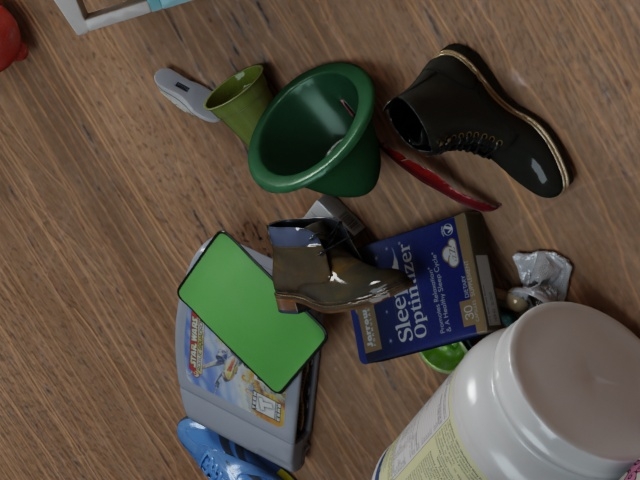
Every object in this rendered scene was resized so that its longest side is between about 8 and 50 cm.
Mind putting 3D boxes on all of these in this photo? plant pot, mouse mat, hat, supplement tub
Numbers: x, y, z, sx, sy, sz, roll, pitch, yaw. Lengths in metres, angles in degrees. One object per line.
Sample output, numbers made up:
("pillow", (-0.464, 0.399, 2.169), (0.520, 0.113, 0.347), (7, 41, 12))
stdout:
("plant pot", (-0.079, -0.148, 2.011), (0.083, 0.083, 0.079), (-14, 121, 43))
("mouse mat", (-0.086, 0.090, 2.142), (0.190, 0.007, 0.152), (45, 135, 7))
("hat", (0.046, -0.075, 1.947), (0.183, 0.173, 0.208), (41, -173, -36))
("supplement tub", (0.217, 0.239, 1.909), (0.235, 0.235, 0.325), (42, 135, 8))

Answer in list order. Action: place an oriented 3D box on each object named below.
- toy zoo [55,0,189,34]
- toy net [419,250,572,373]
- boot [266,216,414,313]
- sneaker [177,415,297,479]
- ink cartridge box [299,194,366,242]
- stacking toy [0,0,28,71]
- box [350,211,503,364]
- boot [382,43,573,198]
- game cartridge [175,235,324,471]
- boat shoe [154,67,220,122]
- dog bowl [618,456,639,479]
("toy zoo", (-0.206, -0.340, 1.892), (0.293, 0.030, 0.192), (-15, 117, 10))
("toy net", (0.210, 0.097, 1.958), (0.122, 0.045, 0.232), (49, 135, 2))
("boot", (0.012, 0.024, 1.983), (0.219, 0.082, 0.106), (-7, 101, 48))
("sneaker", (-0.121, 0.312, 2.335), (0.209, 0.082, 0.069), (35, 136, 17))
("ink cartridge box", (0.000, 0.000, 2.071), (0.063, 0.029, 0.115), (45, 135, 6))
("stacking toy", (-0.516, -0.322, 2.237), (0.279, 0.130, 0.309), (-15, 101, 60))
("box", (0.103, 0.060, 1.988), (0.225, 0.036, 0.136), (-19, 78, 45))
("boot", (0.159, -0.098, 1.806), (0.198, 0.137, 0.077), (45, 136, 5))
("game cartridge", (-0.095, 0.145, 2.226), (0.198, 0.062, 0.297), (21, 129, 21))
("boat shoe", (-0.157, -0.169, 2.086), (0.100, 0.035, 0.035), (31, 160, 14))
("dog bowl", (0.477, 0.289, 1.660), (0.408, 0.408, 0.150), (27, 91, 22))
